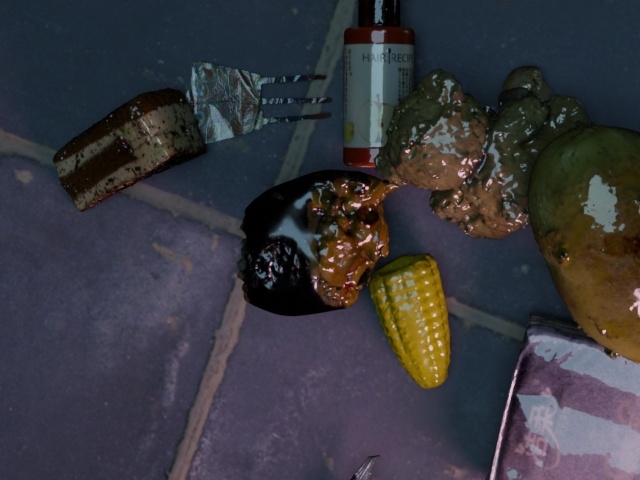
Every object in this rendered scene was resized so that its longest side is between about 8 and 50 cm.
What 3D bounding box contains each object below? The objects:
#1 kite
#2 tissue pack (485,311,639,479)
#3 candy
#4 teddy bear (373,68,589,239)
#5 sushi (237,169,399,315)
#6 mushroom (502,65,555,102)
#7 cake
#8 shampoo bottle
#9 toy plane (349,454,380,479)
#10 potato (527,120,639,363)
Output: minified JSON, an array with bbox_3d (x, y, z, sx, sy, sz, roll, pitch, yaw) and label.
[{"bbox_3d":[-0.096,-0.216,2.034,0.229,0.016,0.127,-4,98,12],"label":"kite"},{"bbox_3d":[0.453,0.288,1.918,0.394,0.124,0.288,14,98,9],"label":"tissue pack"},{"bbox_3d":[0.141,0.124,1.982,0.106,0.094,0.199,-15,98,7],"label":"candy"},{"bbox_3d":[0.208,-0.119,1.869,0.256,0.156,0.267,30,120,-6],"label":"teddy bear"},{"bbox_3d":[0.003,-0.002,1.932,0.204,0.200,0.213,0,103,22],"label":"sushi"},{"bbox_3d":[0.333,-0.160,1.938,0.059,0.054,0.202,-30,95,20],"label":"mushroom"},{"bbox_3d":[-0.309,-0.132,2.021,0.246,0.135,0.112,-24,90,14],"label":"cake"},{"bbox_3d":[0.084,-0.247,1.949,0.104,0.104,0.278,1,96,11],"label":"shampoo bottle"},{"bbox_3d":[0.056,0.420,2.044,0.226,0.058,0.226,0,112,11],"label":"toy plane"},{"bbox_3d":[0.411,0.007,1.780,0.359,0.219,0.270,36,93,-21],"label":"potato"}]
